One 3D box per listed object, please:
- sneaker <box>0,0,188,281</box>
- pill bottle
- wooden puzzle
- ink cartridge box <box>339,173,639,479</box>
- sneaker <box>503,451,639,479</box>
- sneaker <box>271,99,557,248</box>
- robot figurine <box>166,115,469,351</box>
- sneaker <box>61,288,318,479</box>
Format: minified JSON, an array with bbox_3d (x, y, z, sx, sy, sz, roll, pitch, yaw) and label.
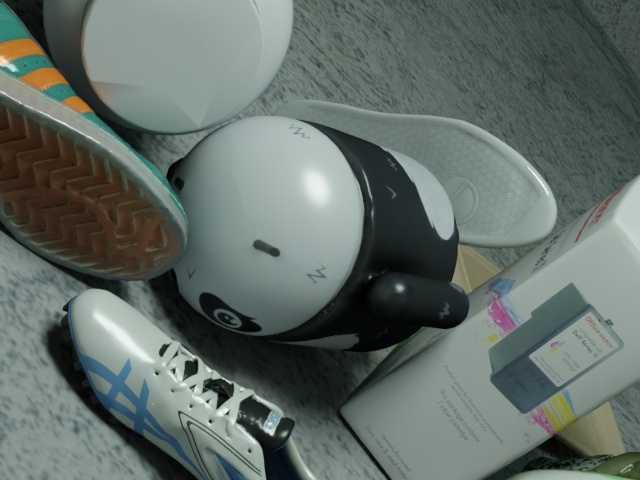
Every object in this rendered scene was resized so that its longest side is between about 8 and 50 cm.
[{"bbox_3d":[-0.206,-0.092,1.044,0.302,0.108,0.121,38,31,-26],"label":"sneaker"},{"bbox_3d":[-0.118,-0.193,1.183,0.181,0.181,0.323,42,12,-22],"label":"pill bottle"},{"bbox_3d":[0.200,0.113,1.586,0.239,0.044,0.221,30,32,-32],"label":"wooden puzzle"},{"bbox_3d":[0.207,0.061,1.265,0.119,0.353,0.207,53,23,0],"label":"ink cartridge box"},{"bbox_3d":[0.330,0.228,1.261,0.410,0.158,0.182,7,21,11],"label":"sneaker"},{"bbox_3d":[0.103,-0.057,1.427,0.296,0.104,0.147,18,1,31],"label":"sneaker"},{"bbox_3d":[-0.002,0.001,1.210,0.278,0.209,0.173,13,64,-57],"label":"robot figurine"},{"bbox_3d":[-0.072,0.115,1.021,0.237,0.086,0.085,47,25,-8],"label":"sneaker"}]
